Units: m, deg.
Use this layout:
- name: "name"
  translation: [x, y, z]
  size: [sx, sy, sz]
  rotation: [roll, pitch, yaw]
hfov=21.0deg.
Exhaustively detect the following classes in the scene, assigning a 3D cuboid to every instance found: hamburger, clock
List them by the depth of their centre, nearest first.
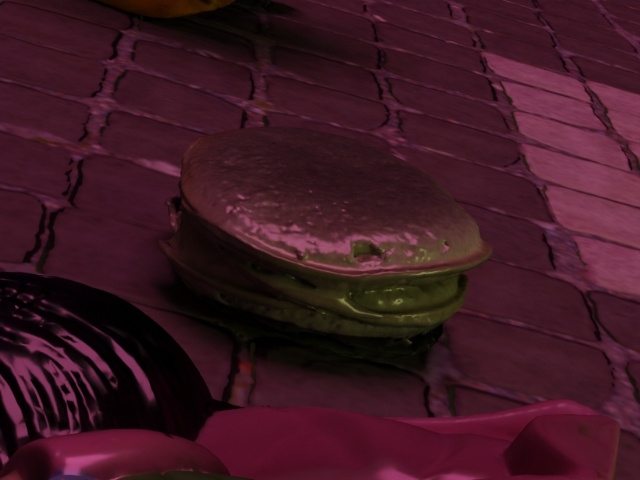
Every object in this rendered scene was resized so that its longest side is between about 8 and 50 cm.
- name: "clock"
  translation: [-0.033, 0.079, 0.395]
  size: [0.195, 0.100, 0.194]
  rotation: [12, 17, 11]
- name: "hamburger"
  translation: [0.000, 0.000, 0.703]
  size: [0.133, 0.062, 0.140]
  rotation: [7, 22, -15]

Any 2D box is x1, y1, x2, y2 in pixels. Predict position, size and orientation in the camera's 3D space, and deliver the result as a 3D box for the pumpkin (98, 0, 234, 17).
- name: "pumpkin"
  translation: [-0.075, -0.286, 1.141]
  size: [0.256, 0.303, 0.225]
  rotation: [47, 31, 5]
